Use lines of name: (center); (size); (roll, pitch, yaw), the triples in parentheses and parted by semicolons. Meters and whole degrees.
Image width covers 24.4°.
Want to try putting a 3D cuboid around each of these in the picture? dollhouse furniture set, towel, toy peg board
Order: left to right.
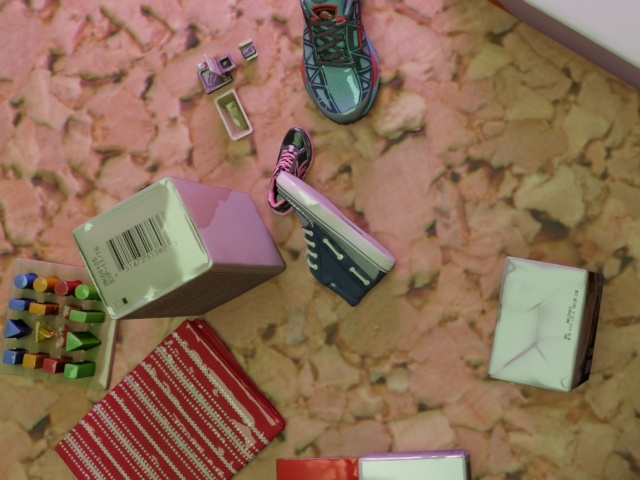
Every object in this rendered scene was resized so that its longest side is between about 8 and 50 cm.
toy peg board: (-0.362, 0.112, 1.999); (0.160, 0.079, 0.161); (9, 89, 14)
towel: (-0.201, 0.260, 1.980); (0.275, 0.031, 0.199); (-43, 81, 10)
dollhouse furniture set: (-0.114, -0.199, 1.948); (0.091, 0.081, 0.114); (-26, 82, 12)

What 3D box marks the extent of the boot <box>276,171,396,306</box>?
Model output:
boot: (0.000, 0.000, 1.906); (0.190, 0.069, 0.086); (40, 101, -3)

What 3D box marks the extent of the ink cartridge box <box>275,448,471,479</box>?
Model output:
ink cartridge box: (0.068, 0.422, 1.890); (0.261, 0.066, 0.296); (-4, 87, 12)

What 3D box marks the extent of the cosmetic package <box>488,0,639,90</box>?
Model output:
cosmetic package: (0.316, -0.312, 1.736); (0.453, 0.230, 0.161); (35, 97, 24)

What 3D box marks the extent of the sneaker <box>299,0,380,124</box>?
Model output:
sneaker: (0.007, -0.279, 1.900); (0.104, 0.125, 0.262); (-8, 86, 14)

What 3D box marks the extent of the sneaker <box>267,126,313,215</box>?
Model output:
sneaker: (-0.043, -0.092, 1.941); (0.047, 0.057, 0.119); (12, 90, 17)

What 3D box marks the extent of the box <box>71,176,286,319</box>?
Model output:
box: (-0.166, 0.014, 1.835); (0.148, 0.311, 0.121); (-29, 82, 10)

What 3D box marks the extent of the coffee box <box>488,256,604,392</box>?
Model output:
coffee box: (0.271, 0.098, 1.758); (0.098, 0.246, 0.141); (9, 89, 15)
